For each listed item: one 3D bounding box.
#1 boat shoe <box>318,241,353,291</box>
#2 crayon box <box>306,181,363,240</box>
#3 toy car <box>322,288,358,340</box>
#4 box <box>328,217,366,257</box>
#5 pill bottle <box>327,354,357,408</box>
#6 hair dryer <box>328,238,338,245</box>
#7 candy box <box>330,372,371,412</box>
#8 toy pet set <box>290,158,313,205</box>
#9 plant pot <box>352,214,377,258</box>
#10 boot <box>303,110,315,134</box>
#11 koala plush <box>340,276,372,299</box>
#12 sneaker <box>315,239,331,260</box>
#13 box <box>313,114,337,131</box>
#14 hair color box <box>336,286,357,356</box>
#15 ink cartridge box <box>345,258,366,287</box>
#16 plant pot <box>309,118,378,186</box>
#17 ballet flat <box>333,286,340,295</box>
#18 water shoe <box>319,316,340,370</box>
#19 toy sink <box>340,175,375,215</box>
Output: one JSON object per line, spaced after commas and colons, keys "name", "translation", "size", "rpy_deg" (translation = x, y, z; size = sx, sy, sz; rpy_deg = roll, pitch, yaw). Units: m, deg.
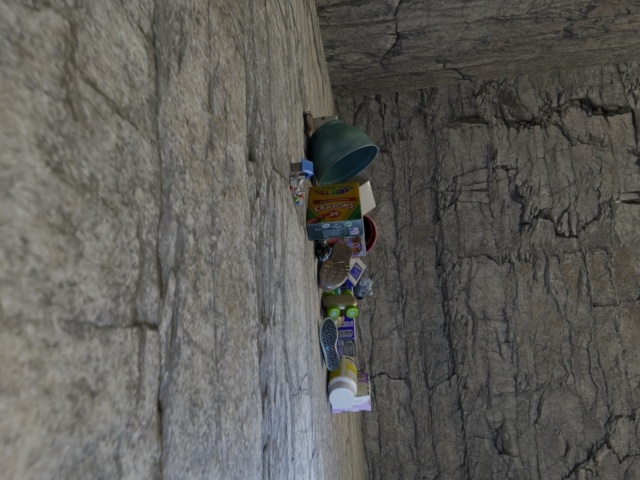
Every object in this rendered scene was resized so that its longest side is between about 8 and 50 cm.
{"name": "boat shoe", "translation": [0.059, 0.130, 1.783], "size": [0.116, 0.123, 0.324], "rpy_deg": [-61, 177, 32]}
{"name": "crayon box", "translation": [0.056, -0.133, 1.612], "size": [0.318, 0.202, 0.081], "rpy_deg": [-88, 171, -53]}
{"name": "toy car", "translation": [0.076, 0.323, 1.763], "size": [0.155, 0.149, 0.188], "rpy_deg": [-105, -162, -64]}
{"name": "box", "translation": [0.121, -0.053, 2.114], "size": [0.057, 0.201, 0.293], "rpy_deg": [-83, 167, -61]}
{"name": "pill bottle", "translation": [0.090, 0.576, 1.700], "size": [0.208, 0.119, 0.119], "rpy_deg": [-75, 159, -70]}
{"name": "hair dryer", "translation": [0.017, -0.073, 1.908], "size": [0.293, 0.080, 0.224], "rpy_deg": [-92, 156, -62]}
{"name": "candy box", "translation": [0.131, 0.654, 1.793], "size": [0.196, 0.164, 0.070], "rpy_deg": [-58, 140, -78]}
{"name": "toy pet set", "translation": [-0.052, -0.184, 1.290], "size": [0.122, 0.065, 0.114], "rpy_deg": [66, 20, -72]}
{"name": "plant pot", "translation": [0.166, -0.069, 2.380], "size": [0.265, 0.272, 0.272], "rpy_deg": [-102, -175, -72]}
{"name": "boot", "translation": [-0.049, -0.483, 1.700], "size": [0.118, 0.042, 0.087], "rpy_deg": [-83, 160, -66]}
{"name": "koala plush", "translation": [0.212, 0.292, 2.538], "size": [0.196, 0.221, 0.203], "rpy_deg": [76, 11, -52]}
{"name": "sneaker", "translation": [0.000, 0.000, 1.683], "size": [0.078, 0.067, 0.188], "rpy_deg": [46, 36, -45]}
{"name": "box", "translation": [0.035, -0.488, 2.059], "size": [0.182, 0.119, 0.181], "rpy_deg": [75, 12, -53]}
{"name": "hair color box", "translation": [0.140, 0.445, 2.299], "size": [0.339, 0.110, 0.185], "rpy_deg": [-91, 174, -45]}
{"name": "ink cartridge box", "translation": [0.161, 0.160, 2.405], "size": [0.165, 0.065, 0.332], "rpy_deg": [50, 22, -1]}
{"name": "plant pot", "translation": [0.072, -0.388, 1.781], "size": [0.196, 0.293, 0.293], "rpy_deg": [59, 1, 12]}
{"name": "ballet flat", "translation": [0.056, 0.204, 1.928], "size": [0.074, 0.074, 0.203], "rpy_deg": [42, 41, -80]}
{"name": "water shoe", "translation": [0.024, 0.390, 1.583], "size": [0.080, 0.073, 0.203], "rpy_deg": [179, -95, -70]}
{"name": "toy sink", "translation": [0.114, -0.176, 1.916], "size": [0.131, 0.234, 0.153], "rpy_deg": [36, -25, 48]}
